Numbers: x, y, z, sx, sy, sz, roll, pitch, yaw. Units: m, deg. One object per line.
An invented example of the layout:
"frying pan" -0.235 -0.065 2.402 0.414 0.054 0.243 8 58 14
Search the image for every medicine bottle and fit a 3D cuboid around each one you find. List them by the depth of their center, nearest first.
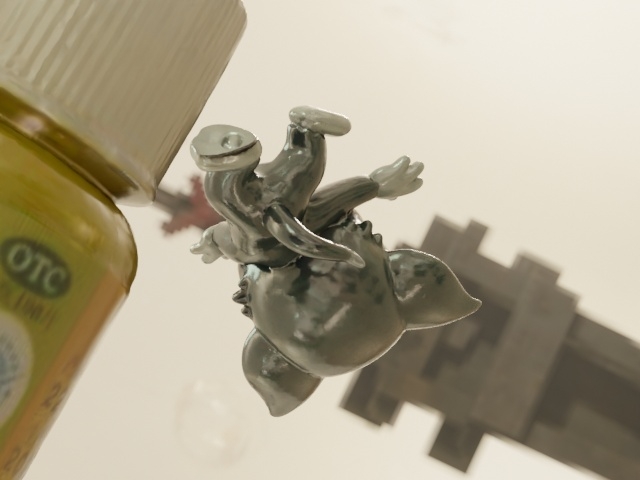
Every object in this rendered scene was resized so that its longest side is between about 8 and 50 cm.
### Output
"medicine bottle" -0.209 0.000 0.944 0.384 0.224 0.224 -60 0 -10

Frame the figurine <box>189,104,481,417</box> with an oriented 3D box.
"figurine" 0.001 0.001 1.343 0.193 0.140 0.265 -27 -29 -2
